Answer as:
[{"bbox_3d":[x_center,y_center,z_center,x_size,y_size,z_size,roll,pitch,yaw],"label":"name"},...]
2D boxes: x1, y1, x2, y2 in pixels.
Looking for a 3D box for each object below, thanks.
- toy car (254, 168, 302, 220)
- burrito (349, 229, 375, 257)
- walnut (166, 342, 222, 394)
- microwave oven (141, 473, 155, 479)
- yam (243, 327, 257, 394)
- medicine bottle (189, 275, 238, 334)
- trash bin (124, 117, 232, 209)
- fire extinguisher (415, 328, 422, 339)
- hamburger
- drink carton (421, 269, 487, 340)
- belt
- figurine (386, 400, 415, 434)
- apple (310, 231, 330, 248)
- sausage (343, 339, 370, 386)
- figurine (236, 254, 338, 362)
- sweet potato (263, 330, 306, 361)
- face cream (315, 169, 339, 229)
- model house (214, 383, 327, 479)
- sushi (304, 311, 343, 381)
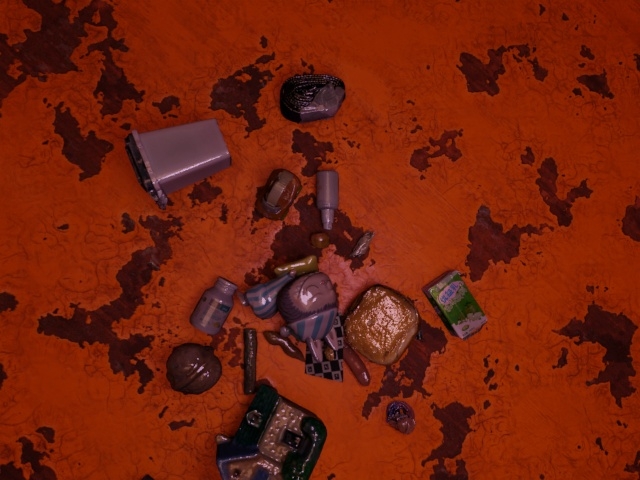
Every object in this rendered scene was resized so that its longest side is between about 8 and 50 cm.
[{"bbox_3d":[-0.175,-0.199,1.670,0.145,0.235,0.235,30,83,-2],"label":"toy car"},{"bbox_3d":[0.187,0.020,1.777,0.055,0.041,0.149,33,87,11],"label":"burrito"},{"bbox_3d":[-0.496,0.499,1.584,0.224,0.224,0.225,0,86,-5],"label":"walnut"},{"bbox_3d":[-0.636,1.192,1.507,0.432,0.236,0.374,42,83,-1],"label":"microwave oven"},{"bbox_3d":[-0.294,0.502,1.685,0.061,0.061,0.274,1,86,-5],"label":"yam"},{"bbox_3d":[-0.426,0.261,1.650,0.135,0.135,0.216,29,84,-3],"label":"medicine bottle"},{"bbox_3d":[-0.556,-0.320,1.642,0.367,0.256,0.296,-22,86,-15],"label":"trash bin"},{"bbox_3d":[0.426,0.392,1.779,0.038,0.025,0.084,-9,86,17],"label":"fire extinguisher"},{"bbox_3d":[0.250,0.344,1.690,0.284,0.174,0.304,40,83,1],"label":"hamburger"},{"bbox_3d":[0.587,0.277,1.761,0.161,0.108,0.271,-33,90,-7],"label":"drink carton"},{"bbox_3d":[-0.033,-0.617,1.744,0.288,0.164,0.184,-10,81,-9],"label":"belt"},{"bbox_3d":[0.346,0.756,1.689,0.126,0.157,0.114,-5,107,-11],"label":"figurine"},{"bbox_3d":[0.000,0.000,1.741,0.083,0.084,0.071,-3,94,-6],"label":"apple"},{"bbox_3d":[0.113,0.486,1.715,0.078,0.078,0.304,-41,90,-7],"label":"sausage"},{"bbox_3d":[-0.096,0.299,1.571,0.361,0.266,0.378,-25,59,5],"label":"figurine"},{"bbox_3d":[-0.145,0.440,1.707,0.218,0.051,0.065,34,80,-3],"label":"sweet potato"},{"bbox_3d":[0.030,-0.170,1.746,0.101,0.101,0.252,1,86,-5],"label":"face cream"},{"bbox_3d":[-0.214,0.782,1.542,0.342,0.334,0.382,32,73,-4],"label":"model house"},{"bbox_3d":[0.007,0.429,1.670,0.192,0.043,0.280,0,84,33],"label":"sushi"}]
